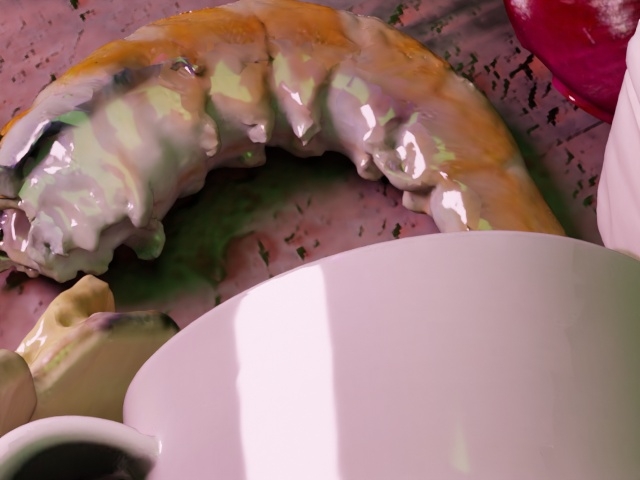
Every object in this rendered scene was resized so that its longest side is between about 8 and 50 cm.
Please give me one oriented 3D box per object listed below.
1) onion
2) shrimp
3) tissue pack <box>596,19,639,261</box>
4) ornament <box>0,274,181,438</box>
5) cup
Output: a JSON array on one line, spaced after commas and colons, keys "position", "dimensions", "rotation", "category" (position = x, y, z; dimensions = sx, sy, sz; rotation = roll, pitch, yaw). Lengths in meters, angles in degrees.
[{"position": [0.159, -0.122, 0.804], "dimensions": [0.173, 0.198, 0.135], "rotation": [21, 100, -4], "category": "onion"}, {"position": [-0.004, -0.029, 0.782], "dimensions": [0.287, 0.068, 0.185], "rotation": [20, 60, 3], "category": "shrimp"}, {"position": [0.284, 0.064, 0.633], "dimensions": [0.266, 0.194, 0.356], "rotation": [-13, 59, -6], "category": "tissue pack"}, {"position": [-0.134, 0.107, 0.648], "dimensions": [0.059, 0.201, 0.180], "rotation": [30, 107, 17], "category": "ornament"}, {"position": [0.013, 0.144, 0.561], "dimensions": [0.290, 0.219, 0.257], "rotation": [9, 56, -20], "category": "cup"}]
